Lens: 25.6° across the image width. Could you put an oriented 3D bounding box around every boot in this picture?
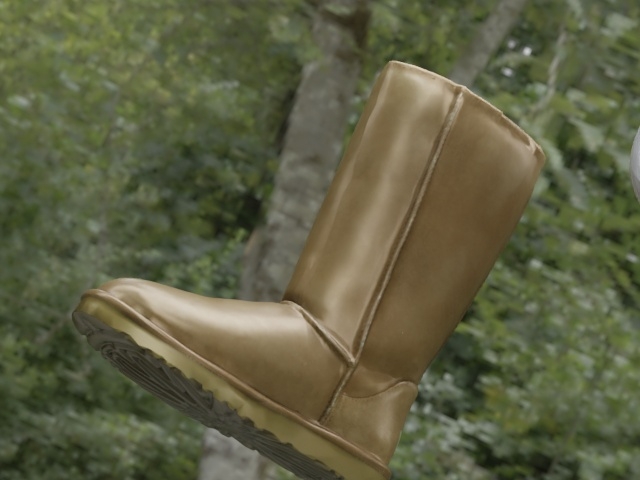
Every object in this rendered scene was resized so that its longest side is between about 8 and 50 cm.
[{"bbox_3d":[0.000,0.000,0.893,0.236,0.269,0.089,35,-22,-23],"label":"boot"}]

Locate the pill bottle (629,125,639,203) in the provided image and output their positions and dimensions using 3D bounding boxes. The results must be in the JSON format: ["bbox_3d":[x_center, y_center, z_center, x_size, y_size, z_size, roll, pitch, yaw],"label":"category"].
[{"bbox_3d":[0.333,0.011,0.941,0.160,0.160,0.283,21,-21,48],"label":"pill bottle"}]
